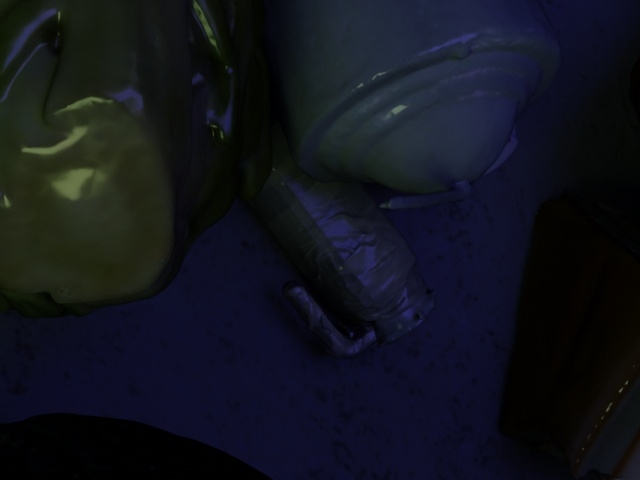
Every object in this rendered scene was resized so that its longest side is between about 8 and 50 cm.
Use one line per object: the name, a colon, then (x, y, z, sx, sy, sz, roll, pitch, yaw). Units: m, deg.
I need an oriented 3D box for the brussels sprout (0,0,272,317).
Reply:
brussels sprout: (-0.149, -0.111, 1.210, 0.328, 0.247, 0.328, -13, 90, -77)

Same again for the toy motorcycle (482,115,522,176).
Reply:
toy motorcycle: (0.112, -0.143, 1.515, 0.171, 0.110, 0.260, 34, 55, -41)

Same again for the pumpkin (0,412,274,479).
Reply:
pumpkin: (-0.146, 0.326, 1.095, 0.454, 0.344, 0.454, -4, 99, -25)

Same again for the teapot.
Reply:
teapot: (0.000, 0.000, 1.420, 0.107, 0.077, 0.200, -45, 105, -28)

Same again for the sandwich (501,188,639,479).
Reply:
sandwich: (0.247, 0.099, 1.550, 0.155, 0.227, 0.198, 23, 104, -30)

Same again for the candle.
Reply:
candle: (0.047, -0.168, 1.329, 0.221, 0.221, 0.342, -9, 69, -34)

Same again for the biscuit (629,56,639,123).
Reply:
biscuit: (0.429, -0.026, 1.564, 0.395, 0.166, 0.342, 51, 15, -14)
